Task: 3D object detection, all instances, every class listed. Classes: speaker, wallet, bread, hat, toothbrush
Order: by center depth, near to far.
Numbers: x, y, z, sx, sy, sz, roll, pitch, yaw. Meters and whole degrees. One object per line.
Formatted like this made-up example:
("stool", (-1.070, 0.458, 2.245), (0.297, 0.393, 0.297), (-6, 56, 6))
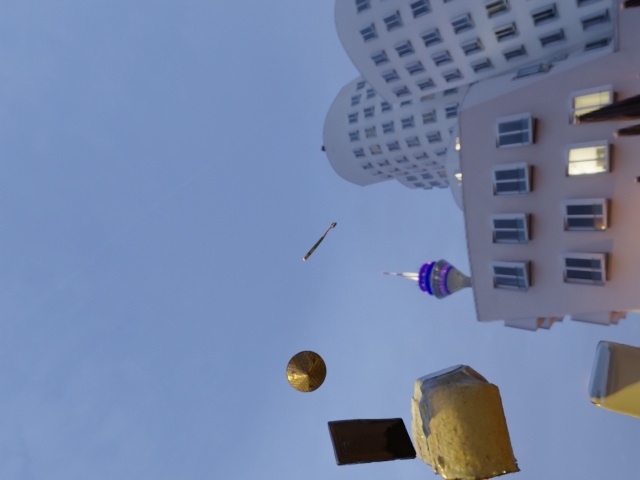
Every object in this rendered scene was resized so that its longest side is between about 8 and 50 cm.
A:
("speaker", (0.988, 0.412, 1.122), (0.183, 0.405, 0.185), (16, -97, -61))
("wallet", (0.144, 0.552, 1.130), (0.244, 0.124, 0.025), (7, -56, -20))
("bread", (0.392, 0.497, 1.164), (0.395, 0.239, 0.264), (80, -176, -72))
("hat", (-0.046, 0.461, 1.415), (0.145, 0.067, 0.146), (1, -97, -5))
("toothbrush", (0.000, 0.000, 1.791), (0.257, 0.024, 0.018), (-49, -59, -33))
